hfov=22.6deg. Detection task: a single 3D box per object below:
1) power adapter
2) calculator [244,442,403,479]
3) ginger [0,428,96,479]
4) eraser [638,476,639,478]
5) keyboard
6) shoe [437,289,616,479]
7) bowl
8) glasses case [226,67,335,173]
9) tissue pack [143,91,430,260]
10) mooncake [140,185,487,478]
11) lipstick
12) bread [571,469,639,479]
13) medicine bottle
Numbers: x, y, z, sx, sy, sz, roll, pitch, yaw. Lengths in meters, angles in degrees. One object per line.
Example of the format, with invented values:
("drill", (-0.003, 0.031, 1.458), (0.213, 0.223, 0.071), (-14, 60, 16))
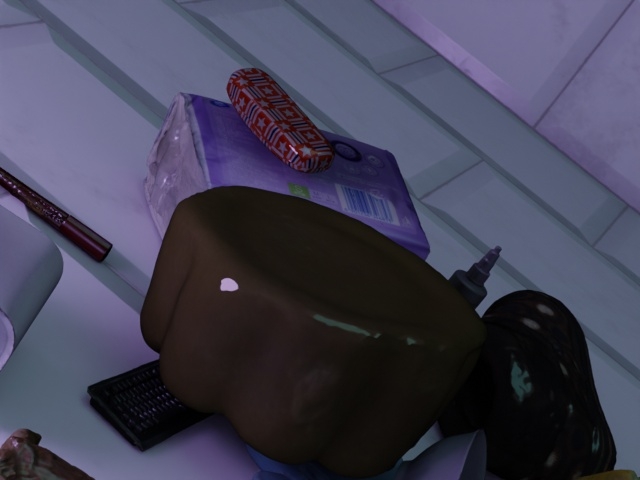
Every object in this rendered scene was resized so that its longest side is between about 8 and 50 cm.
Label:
("power adapter", (-0.364, 0.030, 1.597), (0.187, 0.124, 0.255), (35, 21, -7))
("calculator", (0.007, 0.252, 1.828), (0.188, 0.042, 0.303), (40, 18, 7))
("ginger", (-0.172, 0.268, 1.446), (0.290, 0.084, 0.122), (35, 14, -6))
("eraser", (0.468, 0.420, 2.166), (0.158, 0.069, 0.226), (26, 22, -31))
("keyboard", (-0.170, 0.167, 1.753), (0.093, 0.025, 0.230), (44, 21, 11))
("shoe", (0.253, 0.182, 2.188), (0.237, 0.171, 0.384), (31, 28, -26))
("bowl", (0.125, 0.295, 1.796), (0.086, 0.189, 0.189), (11, 15, 16))
("glasses case", (-0.059, -0.153, 2.091), (0.073, 0.049, 0.194), (-9, 47, -39))
("tissue pack", (-0.054, -0.045, 2.145), (0.338, 0.160, 0.242), (14, 32, -24))
("mooncake", (-0.020, 0.104, 1.798), (0.378, 0.201, 0.378), (21, 18, -7))
("lipstick", (-0.329, -0.035, 1.935), (0.176, 0.027, 0.027), (35, 20, 2))
("bread", (0.289, 0.365, 1.760), (0.124, 0.257, 0.186), (34, -2, -31))
("medicine bottle", (0.193, 0.084, 2.258), (0.057, 0.199, 0.057), (33, 19, -13))
